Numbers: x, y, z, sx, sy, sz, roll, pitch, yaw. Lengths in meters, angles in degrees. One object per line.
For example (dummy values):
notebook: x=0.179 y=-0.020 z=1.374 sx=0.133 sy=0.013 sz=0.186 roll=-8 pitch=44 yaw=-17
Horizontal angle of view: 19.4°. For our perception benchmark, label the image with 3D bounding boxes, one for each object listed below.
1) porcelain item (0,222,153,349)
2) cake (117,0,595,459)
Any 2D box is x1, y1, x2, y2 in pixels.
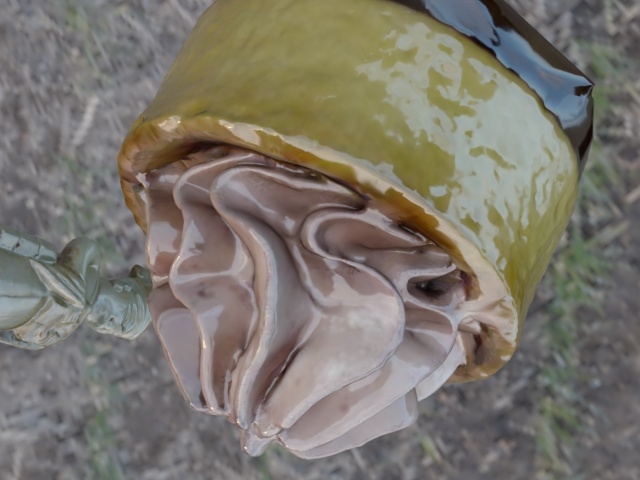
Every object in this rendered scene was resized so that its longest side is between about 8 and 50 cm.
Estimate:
porcelain item: x=-0.165 y=0.032 z=1.089 sx=0.084 sy=0.054 sz=0.213 roll=-42 pitch=154 yaw=19
cake: x=0.000 y=0.000 z=0.777 sx=0.185 sy=0.178 sz=0.207 roll=23 pitch=145 yaw=5
